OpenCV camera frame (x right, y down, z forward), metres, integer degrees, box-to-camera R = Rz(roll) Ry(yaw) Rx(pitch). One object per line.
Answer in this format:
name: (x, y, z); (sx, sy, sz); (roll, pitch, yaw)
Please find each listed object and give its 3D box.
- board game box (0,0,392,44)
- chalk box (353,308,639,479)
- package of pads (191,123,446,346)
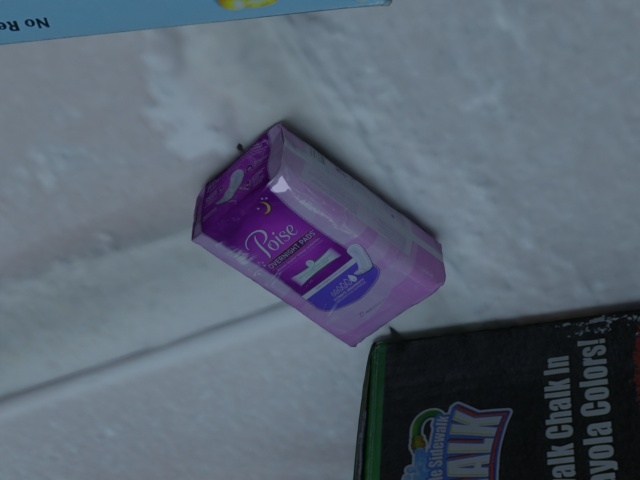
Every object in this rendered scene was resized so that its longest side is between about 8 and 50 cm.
board game box: (-0.069, -0.194, 0.358); (0.144, 0.142, 0.275); (-5, 132, 10)
chalk box: (0.110, 0.148, 0.638); (0.289, 0.180, 0.179); (-9, 131, 15)
package of pads: (0.000, 0.000, 0.609); (0.083, 0.032, 0.050); (36, 124, -25)
